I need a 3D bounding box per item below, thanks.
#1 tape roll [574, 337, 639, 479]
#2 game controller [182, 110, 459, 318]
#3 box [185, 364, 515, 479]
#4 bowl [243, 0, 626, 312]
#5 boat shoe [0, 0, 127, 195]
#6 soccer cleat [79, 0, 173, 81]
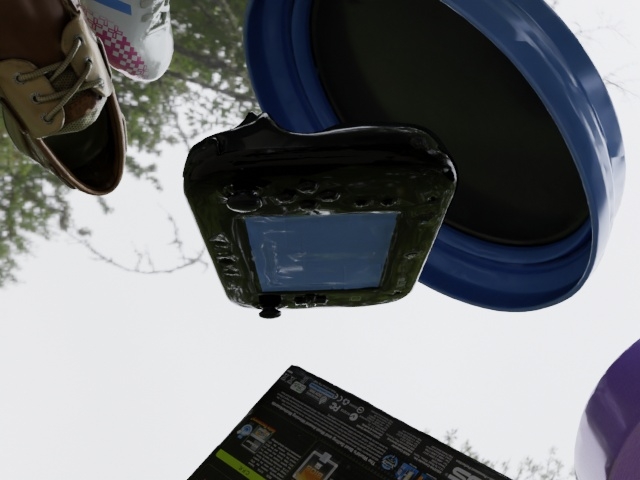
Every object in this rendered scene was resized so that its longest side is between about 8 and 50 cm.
[{"bbox_3d":[0.351,0.188,0.610,0.274,0.090,0.275,1,-74,2],"label":"tape roll"},{"bbox_3d":[0.000,0.000,0.571,0.166,0.319,0.067,6,-109,2],"label":"game controller"},{"bbox_3d":[-0.005,0.177,0.428,0.190,0.184,0.045,19,-33,41],"label":"box"},{"bbox_3d":[0.094,-0.101,0.705,0.391,0.391,0.077,37,-114,22],"label":"bowl"},{"bbox_3d":[-0.240,-0.153,0.695,0.122,0.324,0.120,-40,-111,-17],"label":"boat shoe"},{"bbox_3d":[-0.212,-0.296,0.858,0.143,0.331,0.116,5,-118,16],"label":"soccer cleat"}]
